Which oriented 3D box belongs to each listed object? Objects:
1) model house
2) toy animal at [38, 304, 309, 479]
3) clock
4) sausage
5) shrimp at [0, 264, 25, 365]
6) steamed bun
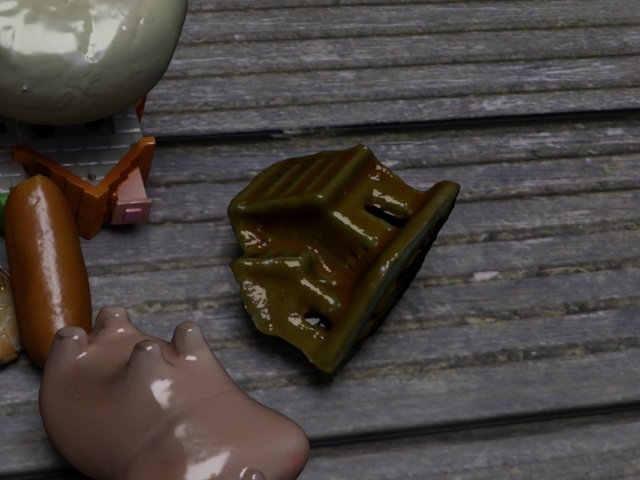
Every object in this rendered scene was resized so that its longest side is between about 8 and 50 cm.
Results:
[{"bbox_3d":[-0.004,0.002,2.198,0.239,0.173,0.268,32,46,11],"label":"model house"},{"bbox_3d":[-0.164,0.218,1.939,0.237,0.269,0.326,-27,29,-35],"label":"toy animal"},{"bbox_3d":[-0.313,-0.123,2.271,0.220,0.106,0.255,-4,56,-19],"label":"clock"},{"bbox_3d":[-0.310,0.043,2.093,0.098,0.098,0.238,-7,74,-22],"label":"sausage"},{"bbox_3d":[-0.412,0.050,2.115,0.133,0.053,0.236,-17,59,-27],"label":"shrimp"},{"bbox_3d":[-0.318,-0.268,2.165,0.312,0.233,0.333,26,61,1],"label":"steamed bun"}]
